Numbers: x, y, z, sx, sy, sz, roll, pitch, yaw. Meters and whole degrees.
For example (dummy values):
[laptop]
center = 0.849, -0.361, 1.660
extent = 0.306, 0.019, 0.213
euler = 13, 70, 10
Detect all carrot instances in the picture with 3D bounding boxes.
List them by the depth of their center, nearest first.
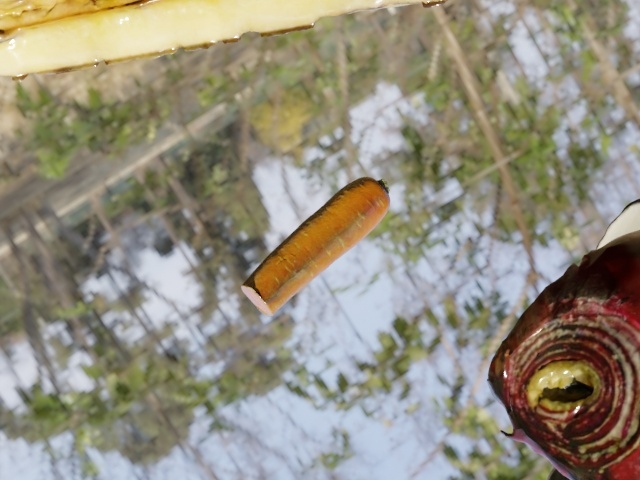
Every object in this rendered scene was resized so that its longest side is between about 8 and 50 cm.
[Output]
[carrot]
center = 0.000, 0.000, 1.626
extent = 0.225, 0.067, 0.067
euler = -41, -166, -17

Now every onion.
[onion]
center = 0.277, 0.114, 0.998
extent = 0.216, 0.207, 0.206
euler = 19, 109, -51

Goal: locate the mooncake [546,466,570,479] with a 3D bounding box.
[mooncake]
center = 0.337, 0.312, 1.526
extent = 0.175, 0.168, 0.104
euler = -18, 175, -19

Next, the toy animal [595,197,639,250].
[toy animal]
center = 0.505, 0.054, 1.766
extent = 0.212, 0.267, 0.212
euler = -32, -134, 41

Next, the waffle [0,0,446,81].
[waffle]
center = -0.066, -0.226, 1.026
extent = 0.376, 0.114, 0.261
euler = -8, -156, 12
